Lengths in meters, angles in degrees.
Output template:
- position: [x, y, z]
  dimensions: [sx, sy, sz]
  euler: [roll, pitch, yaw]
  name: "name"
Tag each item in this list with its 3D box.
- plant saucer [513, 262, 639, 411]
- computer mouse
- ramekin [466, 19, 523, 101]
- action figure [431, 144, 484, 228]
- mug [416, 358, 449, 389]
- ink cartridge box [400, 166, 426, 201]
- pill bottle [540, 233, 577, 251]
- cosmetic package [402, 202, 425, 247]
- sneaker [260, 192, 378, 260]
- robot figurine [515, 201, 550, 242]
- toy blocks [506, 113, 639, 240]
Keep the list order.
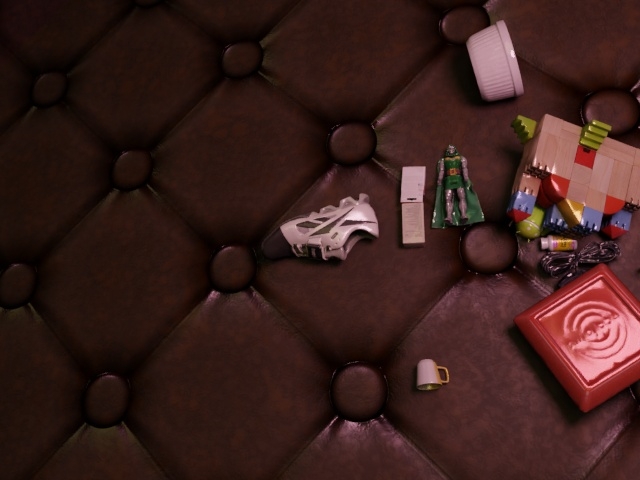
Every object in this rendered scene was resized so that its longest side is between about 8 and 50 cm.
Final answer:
- position: [0.615, 0.205, 1.376]
  dimensions: [0.258, 0.048, 0.259]
  euler: [-33, 61, 1]
  name: "plant saucer"
- position: [0.651, 0.144, 1.462]
  dimensions: [0.188, 0.072, 0.273]
  euler: [-13, 62, 11]
  name: "computer mouse"
- position: [0.469, -0.478, 1.664]
  dimensions: [0.108, 0.207, 0.207]
  euler: [-16, 67, 17]
  name: "ramekin"
- position: [0.358, -0.154, 1.648]
  dimensions: [0.137, 0.063, 0.233]
  euler: [-6, 66, 15]
  name: "action figure"
- position: [0.267, 0.328, 1.502]
  dimensions: [0.062, 0.078, 0.064]
  euler: [-29, 51, 38]
  name: "mug"
- position: [0.254, -0.148, 1.677]
  dimensions: [0.062, 0.029, 0.115]
  euler: [0, 63, 15]
  name: "ink cartridge box"
- position: [0.596, 0.005, 1.538]
  dimensions: [0.083, 0.043, 0.044]
  euler: [-5, 69, 12]
  name: "pill bottle"
- position: [0.249, -0.041, 1.641]
  dimensions: [0.060, 0.041, 0.115]
  euler: [-1, 70, 12]
  name: "cosmetic package"
- position: [0.000, 0.000, 1.643]
  dimensions: [0.330, 0.122, 0.146]
  euler: [-23, 65, 5]
  name: "sneaker"
- position: [0.541, -0.053, 1.559]
  dimensions: [0.101, 0.067, 0.115]
  euler: [36, 79, -10]
  name: "robot figurine"
- position: [0.626, -0.126, 1.486]
  dimensions: [0.381, 0.191, 0.261]
  euler: [20, 75, -2]
  name: "toy blocks"
